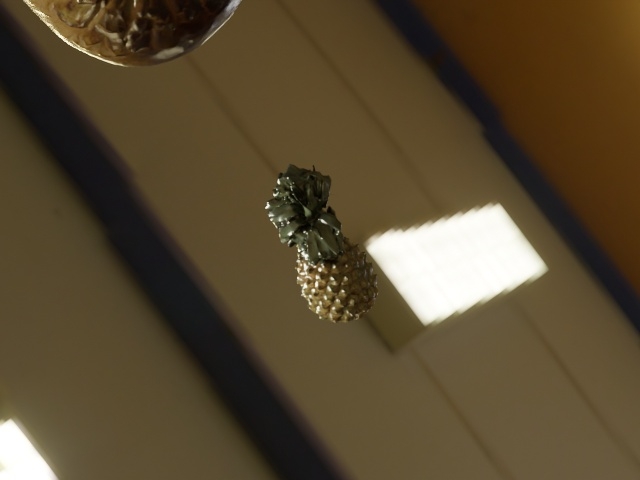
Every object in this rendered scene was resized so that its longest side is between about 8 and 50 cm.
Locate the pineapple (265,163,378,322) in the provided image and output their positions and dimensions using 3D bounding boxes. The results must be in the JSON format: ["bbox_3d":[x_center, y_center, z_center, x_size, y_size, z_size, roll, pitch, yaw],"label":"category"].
[{"bbox_3d":[0.000,0.000,1.693,0.074,0.074,0.159,-102,-9,-51],"label":"pineapple"}]

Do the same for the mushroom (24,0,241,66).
[{"bbox_3d":[-0.157,-0.304,1.724,0.278,0.297,0.163,-1,-159,-26],"label":"mushroom"}]
